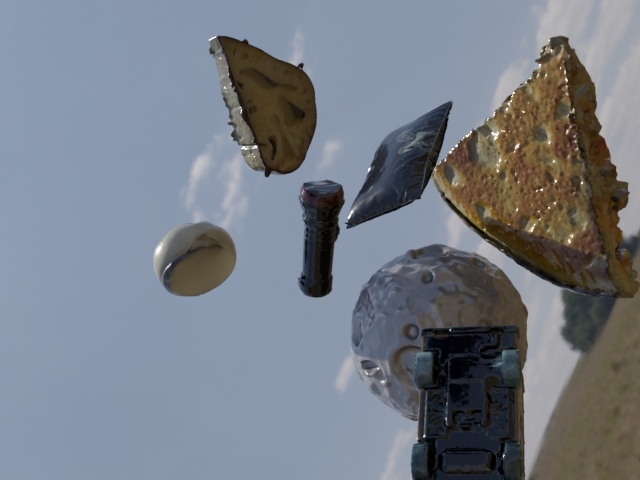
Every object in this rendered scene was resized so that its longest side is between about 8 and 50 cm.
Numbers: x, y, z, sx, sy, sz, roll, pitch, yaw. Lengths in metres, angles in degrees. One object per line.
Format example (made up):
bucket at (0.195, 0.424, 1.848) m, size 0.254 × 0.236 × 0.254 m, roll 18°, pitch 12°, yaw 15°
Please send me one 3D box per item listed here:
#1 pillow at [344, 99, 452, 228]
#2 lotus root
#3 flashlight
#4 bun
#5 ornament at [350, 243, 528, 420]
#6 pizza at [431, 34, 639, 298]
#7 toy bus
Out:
pillow at (0.114, -0.107, 1.398) m, size 0.141 × 0.055 × 0.208 m, roll -28°, pitch 27°, yaw 40°
lotus root at (-0.092, -0.246, 1.765) m, size 0.170 × 0.074 × 0.261 m, roll -17°, pitch -81°, yaw -26°
flashlight at (0.000, 0.000, 1.922) m, size 0.093 × 0.093 × 0.232 m, roll -43°, pitch -39°, yaw -53°
bun at (-0.262, 0.027, 2.029) m, size 0.172 × 0.120 × 0.173 m, roll -19°, pitch -36°, yaw -15°
ornament at (0.216, 0.179, 1.841) m, size 0.337 × 0.337 × 0.337 m, roll -55°, pitch -21°, yaw -34°
pizza at (0.392, -0.137, 1.656) m, size 0.130 × 0.440 × 0.406 m, roll -16°, pitch -52°, yaw -39°
toy bus at (0.219, 0.300, 1.425) m, size 0.194 × 0.161 × 0.323 m, roll 71°, pitch -159°, yaw -48°
